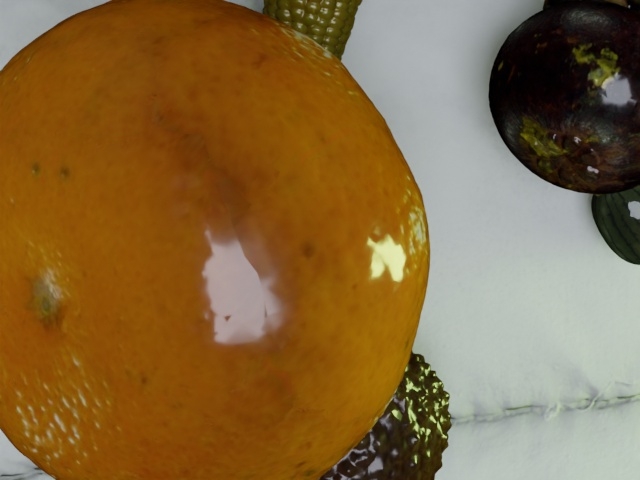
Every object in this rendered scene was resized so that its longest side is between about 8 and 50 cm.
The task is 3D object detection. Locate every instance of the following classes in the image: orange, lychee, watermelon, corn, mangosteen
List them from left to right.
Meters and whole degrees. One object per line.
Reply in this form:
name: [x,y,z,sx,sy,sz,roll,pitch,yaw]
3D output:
orange: [-0.105,0.015,0.822,0.424,0.326,0.423,11,111,31]
corn: [0.001,-0.249,0.899,0.097,0.097,0.261,11,110,-9]
lychee: [0.027,0.205,0.998,0.200,0.200,0.238,20,110,-12]
mangosteen: [0.262,-0.154,0.923,0.192,0.192,0.217,36,69,-15]
watermelon: [0.320,-0.023,1.013,0.078,0.078,0.110,-29,110,3]
